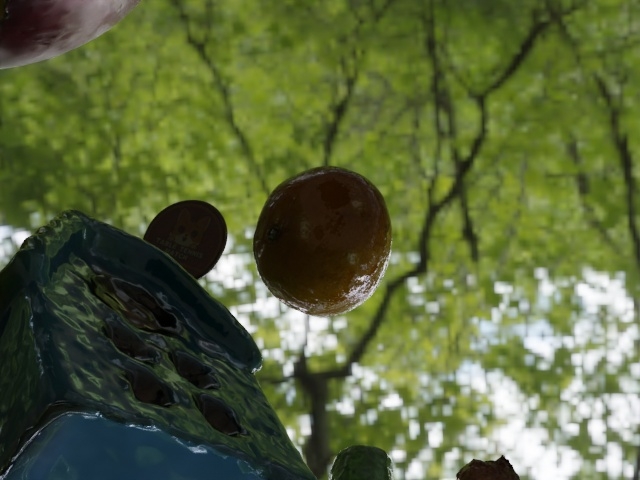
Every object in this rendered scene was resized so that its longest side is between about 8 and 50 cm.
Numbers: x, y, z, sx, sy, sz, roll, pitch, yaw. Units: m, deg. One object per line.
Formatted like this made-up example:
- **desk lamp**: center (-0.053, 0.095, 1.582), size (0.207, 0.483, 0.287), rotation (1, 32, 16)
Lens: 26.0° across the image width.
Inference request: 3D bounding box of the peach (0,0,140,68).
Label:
- **peach**: center (-0.184, -0.235, 0.788), size (0.201, 0.258, 0.361), rotation (-30, -153, -31)

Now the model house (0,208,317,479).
- **model house**: center (-0.168, 0.138, 0.891), size (0.215, 0.237, 0.303), rotation (24, -160, -35)

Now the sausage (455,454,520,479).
- **sausage**: center (0.155, 0.324, 1.246), size (0.078, 0.304, 0.078), rotation (-7, -151, 4)

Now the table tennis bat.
- **table tennis bat**: center (-0.159, 0.048, 1.681), size (0.107, 0.119, 0.170), rotation (17, -109, 25)

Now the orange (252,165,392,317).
- **orange**: center (0.000, 0.000, 1.406), size (0.124, 0.156, 0.156), rotation (11, -168, -29)

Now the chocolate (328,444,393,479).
- **chocolate**: center (0.032, 0.270, 1.073), size (0.110, 0.110, 0.291), rotation (-4, -149, 4)
